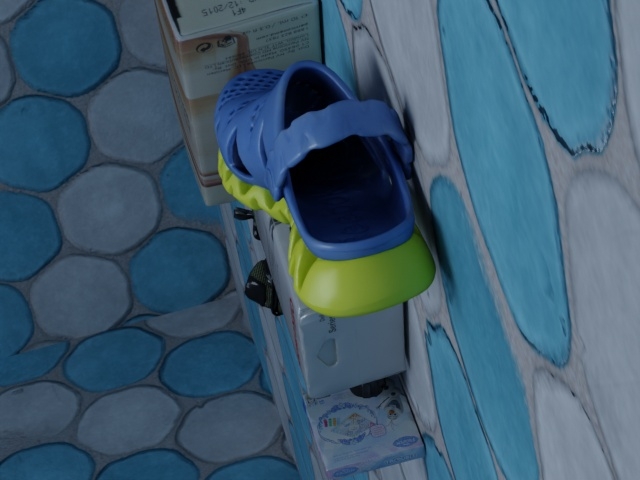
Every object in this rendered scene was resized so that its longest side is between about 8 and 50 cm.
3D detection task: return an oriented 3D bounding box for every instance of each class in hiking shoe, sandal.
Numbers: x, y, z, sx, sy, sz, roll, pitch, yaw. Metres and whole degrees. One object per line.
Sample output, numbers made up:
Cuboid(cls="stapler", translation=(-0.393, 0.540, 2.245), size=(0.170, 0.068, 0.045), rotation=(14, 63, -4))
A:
Cuboid(cls="hiking shoe", translation=(-0.008, 0.055, 1.757), size=(0.086, 0.114, 0.227), rotation=(82, 171, -55))
Cuboid(cls="sandal", translation=(-0.001, -0.072, 1.403), size=(0.317, 0.126, 0.138), rotation=(-131, 29, -59))

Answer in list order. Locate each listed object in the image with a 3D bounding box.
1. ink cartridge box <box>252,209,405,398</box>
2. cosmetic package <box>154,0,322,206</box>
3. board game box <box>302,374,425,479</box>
Cuboid(cls="ink cartridge box", translation=(0.000, 0.000, 1.644), size=(0.160, 0.092, 0.219), rotation=(83, 170, -59))
Cuboid(cls="cosmetic package", translation=(-0.075, -0.173, 1.746), size=(0.296, 0.129, 0.153), rotation=(84, 168, -62))
Cuboid(cls="board game box", translation=(0.038, 0.166, 1.723), size=(0.020, 0.090, 0.090), rotation=(83, 171, -46))
